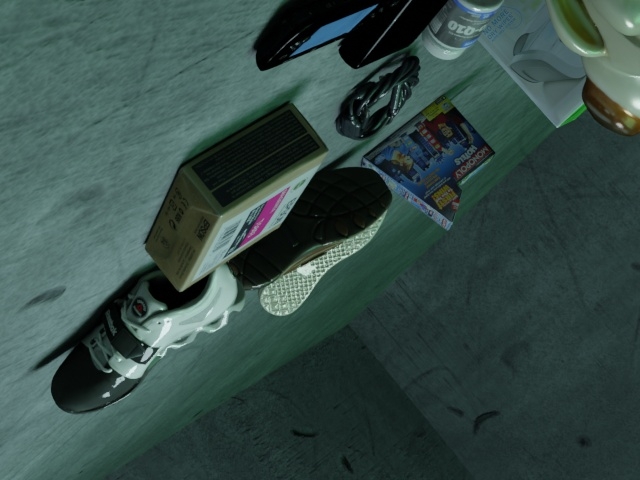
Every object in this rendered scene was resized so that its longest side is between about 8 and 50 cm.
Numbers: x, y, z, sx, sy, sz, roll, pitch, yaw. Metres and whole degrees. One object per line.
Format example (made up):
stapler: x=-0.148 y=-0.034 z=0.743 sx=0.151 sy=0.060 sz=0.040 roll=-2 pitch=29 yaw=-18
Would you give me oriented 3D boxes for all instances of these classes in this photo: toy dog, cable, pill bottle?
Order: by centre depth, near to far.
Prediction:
toy dog: x=0.428 y=-0.284 z=1.507 sx=0.284 sy=0.395 sz=0.408 roll=-46 pitch=170 yaw=-8
pill bottle: x=0.189 y=-0.305 z=1.718 sx=0.078 sy=0.078 sz=0.137 roll=-35 pitch=170 yaw=-27
cable: x=0.088 y=-0.211 z=1.913 sx=0.150 sy=0.047 sz=0.184 roll=-43 pitch=169 yaw=-8

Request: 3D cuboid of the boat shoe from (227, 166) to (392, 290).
boat shoe: x=-0.034 y=-0.018 z=2.153 sx=0.324 sy=0.123 sz=0.120 roll=-28 pitch=173 yaw=-17

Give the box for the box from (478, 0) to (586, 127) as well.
box: x=0.362 y=-0.333 z=1.796 sx=0.262 sy=0.231 sz=0.127 roll=-43 pitch=173 yaw=23

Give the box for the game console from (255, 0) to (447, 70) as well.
game console: x=0.053 y=-0.262 z=1.493 sx=0.361 sy=0.044 sz=0.213 roll=-30 pitch=167 yaw=-45

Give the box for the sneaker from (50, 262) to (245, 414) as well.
sneaker: x=-0.274 y=0.123 z=1.899 sx=0.330 sy=0.122 sz=0.146 roll=-37 pitch=153 yaw=-9

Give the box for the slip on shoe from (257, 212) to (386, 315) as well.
slip on shoe: x=0.000 y=0.000 z=2.420 sx=0.331 sy=0.123 sz=0.101 roll=-48 pitch=-159 yaw=19

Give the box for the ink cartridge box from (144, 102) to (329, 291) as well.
ink cartridge box: x=-0.114 y=-0.054 z=1.693 sx=0.193 sy=0.088 sz=0.235 roll=-33 pitch=168 yaw=-30

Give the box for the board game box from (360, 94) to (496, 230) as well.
board game box: x=0.208 y=-0.127 z=2.302 sx=0.194 sy=0.194 sz=0.060 roll=-37 pitch=171 yaw=-10
